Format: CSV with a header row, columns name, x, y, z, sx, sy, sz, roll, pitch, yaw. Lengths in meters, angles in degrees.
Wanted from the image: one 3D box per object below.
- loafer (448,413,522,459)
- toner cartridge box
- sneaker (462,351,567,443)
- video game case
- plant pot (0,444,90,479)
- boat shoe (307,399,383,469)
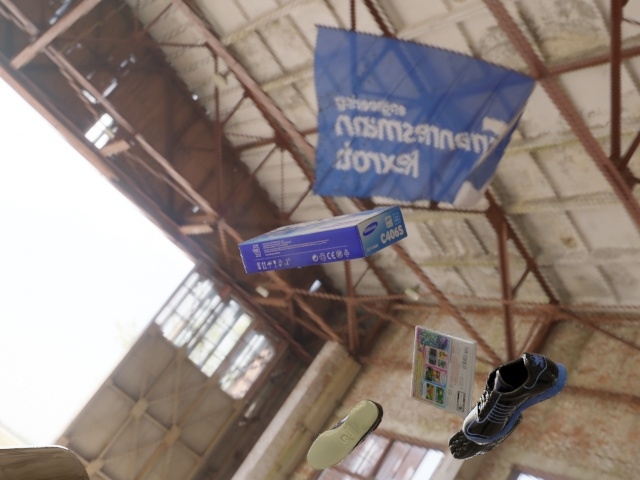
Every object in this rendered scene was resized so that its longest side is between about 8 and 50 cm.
name,x,y,z,sx,sy,sz,roll,pitch,yaw
loafer,0.374,0.422,1.850,0.078,0.076,0.223,4,-36,-34
toner cartridge box,0.000,0.000,1.823,0.347,0.165,0.075,-9,-79,40
sneaker,0.308,0.264,1.422,0.090,0.081,0.232,26,-54,-23
video game case,0.246,0.262,1.673,0.143,0.019,0.157,13,-76,44
plant pot,-0.617,0.534,1.646,0.323,0.323,0.280,23,17,30
boat shoe,0.037,0.280,1.187,0.049,0.133,0.042,48,9,24
